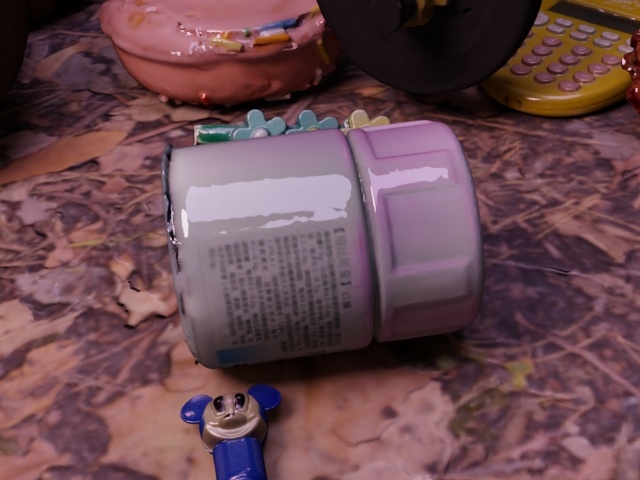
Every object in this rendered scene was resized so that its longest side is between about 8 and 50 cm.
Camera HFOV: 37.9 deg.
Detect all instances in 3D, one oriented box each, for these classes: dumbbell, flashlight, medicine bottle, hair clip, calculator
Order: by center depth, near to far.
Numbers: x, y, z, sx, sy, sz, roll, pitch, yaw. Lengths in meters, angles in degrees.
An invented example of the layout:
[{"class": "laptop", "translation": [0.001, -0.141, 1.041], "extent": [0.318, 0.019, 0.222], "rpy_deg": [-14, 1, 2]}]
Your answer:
[{"class": "flashlight", "translation": [-0.042, 0.119, 0.481], "extent": [0.057, 0.036, 0.121], "rpy_deg": [-9, 39, -6]}, {"class": "medicine bottle", "translation": [0.000, 0.000, 0.547], "extent": [0.168, 0.135, 0.135], "rpy_deg": [-9, 39, -3]}, {"class": "hair clip", "translation": [-0.012, -0.077, 0.722], "extent": [0.172, 0.049, 0.049], "rpy_deg": [-2, 39, 2]}, {"class": "dumbbell", "translation": [0.129, -0.265, 0.784], "extent": [0.185, 0.185, 0.388], "rpy_deg": [14, 40, 22]}, {"class": "calculator", "translation": [0.233, -0.175, 0.819], "extent": [0.146, 0.032, 0.235], "rpy_deg": [28, 51, 34]}]

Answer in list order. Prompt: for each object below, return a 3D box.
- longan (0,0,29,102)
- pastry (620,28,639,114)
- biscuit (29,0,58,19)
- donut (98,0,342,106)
[{"class": "longan", "translation": [-0.370, -0.192, 0.713], "extent": [0.297, 0.297, 0.297], "rpy_deg": [-3, 39, 2]}, {"class": "pastry", "translation": [0.313, -0.162, 0.728], "extent": [0.115, 0.097, 0.208], "rpy_deg": [35, 53, 16]}, {"class": "biscuit", "translation": [-0.424, -0.324, 1.009], "extent": [0.268, 0.115, 0.366], "rpy_deg": [-25, 42, -24]}, {"class": "donut", "translation": [-0.065, -0.192, 0.829], "extent": [0.199, 0.085, 0.233], "rpy_deg": [27, 48, 34]}]
